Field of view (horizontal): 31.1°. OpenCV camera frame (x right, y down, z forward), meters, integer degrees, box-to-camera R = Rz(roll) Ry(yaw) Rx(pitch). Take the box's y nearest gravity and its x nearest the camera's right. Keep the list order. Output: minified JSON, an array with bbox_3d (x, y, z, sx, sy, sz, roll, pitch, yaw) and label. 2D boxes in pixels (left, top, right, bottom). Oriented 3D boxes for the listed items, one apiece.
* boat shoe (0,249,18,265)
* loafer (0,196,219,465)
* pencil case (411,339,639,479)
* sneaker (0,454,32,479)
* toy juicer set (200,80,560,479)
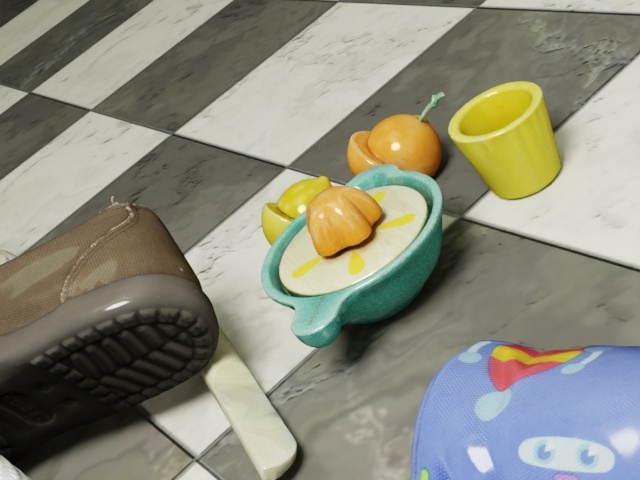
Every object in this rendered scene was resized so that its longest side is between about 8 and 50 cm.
[{"bbox_3d":[-0.319,0.059,0.993,0.116,0.123,0.324,-45,29,-19],"label":"boat shoe"},{"bbox_3d":[-0.239,0.082,0.813,0.366,0.134,0.130,-20,50,11],"label":"loafer"},{"bbox_3d":[0.175,0.104,0.420,0.306,0.119,0.133,-4,80,41],"label":"pencil case"},{"bbox_3d":[-0.233,0.200,0.666,0.153,0.101,0.268,-52,17,-24],"label":"sneaker"},{"bbox_3d":[0.000,0.000,0.796,0.329,0.089,0.209,-46,31,-24],"label":"toy juicer set"}]
